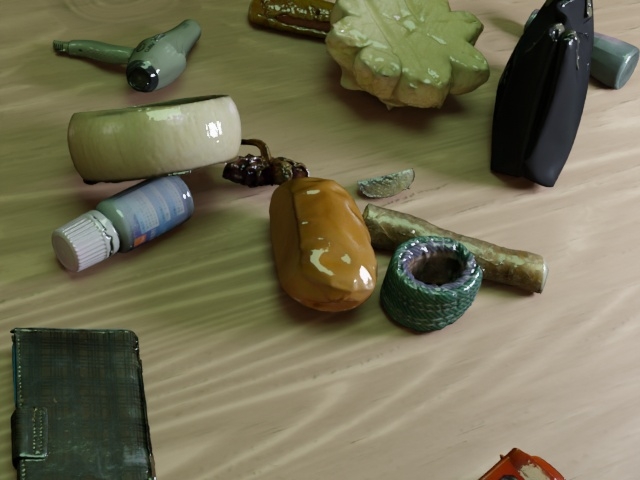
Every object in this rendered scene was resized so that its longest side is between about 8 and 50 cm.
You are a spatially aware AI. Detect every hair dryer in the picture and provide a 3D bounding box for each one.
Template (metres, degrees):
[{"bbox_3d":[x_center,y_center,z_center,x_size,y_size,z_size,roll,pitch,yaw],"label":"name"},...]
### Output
[{"bbox_3d":[-0.299,-0.328,1.918,0.225,0.088,0.219,23,37,30],"label":"hair dryer"}]

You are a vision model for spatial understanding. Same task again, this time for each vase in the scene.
[{"bbox_3d":[0.487,-0.367,2.140,0.214,0.086,0.086,32,47,23],"label":"vase"}]

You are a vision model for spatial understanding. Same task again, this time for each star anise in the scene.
[{"bbox_3d":[-0.107,-0.120,1.749,0.190,0.070,0.097,10,20,16],"label":"star anise"}]

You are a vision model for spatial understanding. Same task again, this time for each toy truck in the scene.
[{"bbox_3d":[0.211,0.336,1.356,0.252,0.114,0.107,-31,59,-35],"label":"toy truck"}]

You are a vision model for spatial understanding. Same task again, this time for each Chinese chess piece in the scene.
[{"bbox_3d":[-0.239,-0.150,1.646,0.249,0.103,0.250,-7,10,1],"label":"Chinese chess piece"}]

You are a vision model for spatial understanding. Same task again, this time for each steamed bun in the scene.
[{"bbox_3d":[0.148,-0.325,1.966,0.292,0.137,0.295,19,49,-2],"label":"steamed bun"}]

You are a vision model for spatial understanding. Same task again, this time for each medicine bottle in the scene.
[{"bbox_3d":[-0.280,-0.026,1.605,0.203,0.083,0.083,-28,59,-35],"label":"medicine bottle"}]

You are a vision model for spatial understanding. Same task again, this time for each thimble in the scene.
[{"bbox_3d":[0.156,0.061,1.626,0.135,0.090,0.118,-20,55,-30],"label":"thimble"}]

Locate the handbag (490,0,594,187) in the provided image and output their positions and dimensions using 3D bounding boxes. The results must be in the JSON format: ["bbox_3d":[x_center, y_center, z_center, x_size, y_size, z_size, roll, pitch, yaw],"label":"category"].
[{"bbox_3d":[0.379,-0.286,1.882,0.152,0.288,0.342,15,44,8],"label":"handbag"}]

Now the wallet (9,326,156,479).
[{"bbox_3d":[-0.288,0.238,1.376,0.169,0.044,0.317,1,48,-19],"label":"wallet"}]

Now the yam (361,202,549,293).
[{"bbox_3d":[0.198,0.015,1.704,0.299,0.066,0.066,18,45,1],"label":"yam"}]

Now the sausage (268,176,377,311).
[{"bbox_3d":[-0.001,0.000,1.626,0.136,0.120,0.241,9,43,-26],"label":"sausage"}]

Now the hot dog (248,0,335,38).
[{"bbox_3d":[0.012,-0.404,2.066,0.286,0.061,0.088,7,34,-10],"label":"hot dog"}]

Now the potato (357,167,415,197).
[{"bbox_3d":[0.105,-0.085,1.801,0.093,0.036,0.037,-14,86,-3],"label":"potato"}]
